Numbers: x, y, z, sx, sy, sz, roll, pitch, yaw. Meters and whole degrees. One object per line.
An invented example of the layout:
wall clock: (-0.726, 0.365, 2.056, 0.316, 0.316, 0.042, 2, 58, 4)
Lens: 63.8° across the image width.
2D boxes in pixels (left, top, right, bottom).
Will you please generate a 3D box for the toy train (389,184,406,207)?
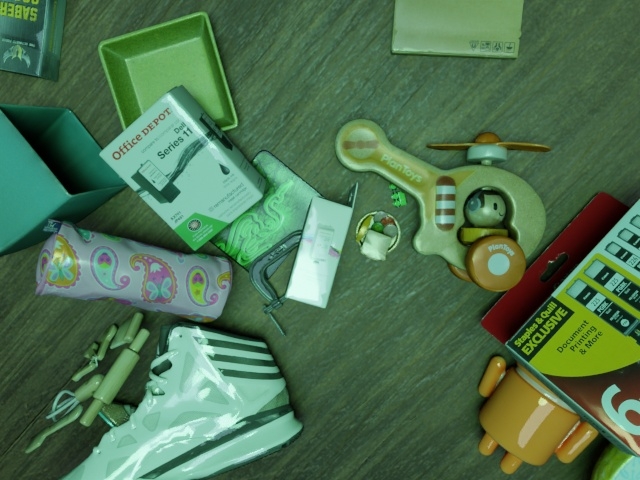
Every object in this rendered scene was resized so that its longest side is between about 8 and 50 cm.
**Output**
toy train: (0.127, -0.096, 0.862, 0.024, 0.017, 0.083, -14, 97, -5)

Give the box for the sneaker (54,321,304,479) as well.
sneaker: (-0.277, 0.284, 0.852, 0.448, 0.169, 0.257, -18, 78, -14)

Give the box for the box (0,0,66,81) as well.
box: (-0.545, -0.376, 0.843, 0.231, 0.056, 0.182, 12, 98, 2)

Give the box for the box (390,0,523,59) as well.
box: (0.218, -0.377, 0.814, 0.202, 0.021, 0.164, 4, 98, 3)

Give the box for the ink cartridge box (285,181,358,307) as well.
ink cartridge box: (0.000, 0.000, 0.817, 0.067, 0.115, 0.198, 16, 87, -3)

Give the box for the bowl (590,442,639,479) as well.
bowl: (0.565, 0.405, 0.835, 0.290, 0.156, 0.289, 0, 97, 4)

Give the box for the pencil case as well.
pencil case: (-0.285, 0.050, 0.802, 0.284, 0.124, 0.124, 16, 100, -27)

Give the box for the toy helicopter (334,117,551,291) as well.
toy helicopter: (0.190, -0.093, 0.799, 0.355, 0.140, 0.234, 30, 92, -2)

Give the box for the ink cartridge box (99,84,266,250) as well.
ink cartridge box: (-0.210, -0.113, 0.809, 0.153, 0.086, 0.208, -37, 109, 13)

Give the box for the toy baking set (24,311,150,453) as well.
toy baking set: (-0.373, 0.234, 0.843, 0.197, 0.256, 0.030, -15, 131, 46)

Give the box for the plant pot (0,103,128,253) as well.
plant pot: (-0.482, -0.077, 0.831, 0.234, 0.165, 0.165, -37, 94, 14)

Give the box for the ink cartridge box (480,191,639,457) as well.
ink cartridge box: (0.421, 0.089, 0.727, 0.309, 0.130, 0.272, -48, 60, 1)

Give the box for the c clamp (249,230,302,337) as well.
c clamp: (-0.049, 0.067, 0.892, 0.161, 0.022, 0.137, -41, 92, 7)

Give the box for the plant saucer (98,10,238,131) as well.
plant saucer: (-0.244, -0.253, 0.847, 0.189, 0.045, 0.188, -15, 97, 5)

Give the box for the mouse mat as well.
mouse mat: (-0.099, -0.041, 0.889, 0.153, 0.007, 0.189, 39, 99, -3)

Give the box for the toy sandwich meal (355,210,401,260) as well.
toy sandwich meal: (0.096, -0.008, 0.869, 0.086, 0.029, 0.085, 0, 98, 3)

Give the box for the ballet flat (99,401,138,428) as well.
ballet flat: (-0.320, 0.350, 0.935, 0.067, 0.073, 0.206, -42, 97, -18)

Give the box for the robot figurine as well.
robot figurine: (0.347, 0.273, 0.845, 0.128, 0.158, 0.219, 28, 100, -22)
